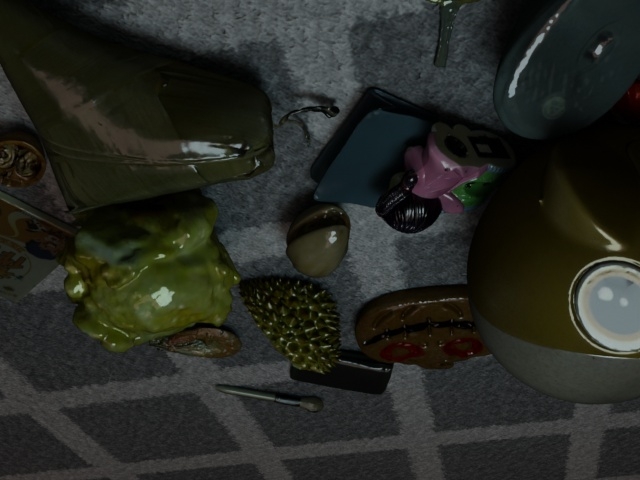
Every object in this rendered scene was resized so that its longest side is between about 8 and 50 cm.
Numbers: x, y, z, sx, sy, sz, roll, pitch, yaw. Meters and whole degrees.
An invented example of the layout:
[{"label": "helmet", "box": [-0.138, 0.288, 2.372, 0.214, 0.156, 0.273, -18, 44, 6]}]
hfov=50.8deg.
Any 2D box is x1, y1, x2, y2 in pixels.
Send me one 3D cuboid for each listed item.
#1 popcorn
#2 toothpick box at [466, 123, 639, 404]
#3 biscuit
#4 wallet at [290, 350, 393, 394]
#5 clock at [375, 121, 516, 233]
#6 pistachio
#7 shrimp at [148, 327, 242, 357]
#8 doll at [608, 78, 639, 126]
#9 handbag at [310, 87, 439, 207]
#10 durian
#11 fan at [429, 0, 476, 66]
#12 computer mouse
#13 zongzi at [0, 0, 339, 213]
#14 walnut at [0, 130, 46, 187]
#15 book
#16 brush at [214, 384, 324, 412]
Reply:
[{"label": "popcorn", "box": [-0.298, 0.045, 1.191, 0.312, 0.312, 0.312, 0, 140, 0]}, {"label": "toothpick box", "box": [0.450, 0.035, 1.060, 0.409, 0.409, 0.425, 3, 143, -4]}, {"label": "biscuit", "box": [0.265, 0.215, 1.543, 0.367, 0.063, 0.314, -6, 138, 5]}, {"label": "wallet", "box": [0.050, 0.324, 1.680, 0.245, 0.052, 0.168, 10, 143, -3]}, {"label": "clock", "box": [0.203, -0.093, 1.123, 0.194, 0.100, 0.195, 0, 145, -35]}, {"label": "pistachio", "box": [0.000, 0.000, 1.236, 0.124, 0.124, 0.185, 13, 152, -16]}, {"label": "shrimp", "box": [-0.290, 0.229, 1.560, 0.217, 0.051, 0.115, 6, 133, -6]}, {"label": "doll", "box": [0.489, -0.211, 1.054, 0.109, 0.057, 0.169, -4, 159, 30]}, {"label": "handbag", "box": [0.088, -0.144, 1.130, 0.144, 0.057, 0.221, 12, 137, -25]}, {"label": "durian", "box": [-0.040, 0.193, 1.451, 0.166, 0.172, 0.306, -3, 155, 42]}, {"label": "fan", "box": [0.184, -0.372, 0.890, 0.229, 0.011, 0.335, -1, 139, 0]}, {"label": "computer mouse", "box": [0.365, -0.304, 0.891, 0.188, 0.122, 0.371, 16, 130, -23]}, {"label": "zongzi", "box": [-0.214, -0.219, 0.946, 0.447, 0.181, 0.418, -10, 138, 7]}, {"label": "walnut", "box": [-0.501, -0.141, 1.119, 0.091, 0.052, 0.121, 23, 136, -27]}, {"label": "book", "box": [-0.626, 0.017, 1.329, 0.208, 0.020, 0.295, 31, 130, -33]}, {"label": "brush", "box": [-0.135, 0.419, 1.791, 0.299, 0.039, 0.042, 11, 95, -13]}]
